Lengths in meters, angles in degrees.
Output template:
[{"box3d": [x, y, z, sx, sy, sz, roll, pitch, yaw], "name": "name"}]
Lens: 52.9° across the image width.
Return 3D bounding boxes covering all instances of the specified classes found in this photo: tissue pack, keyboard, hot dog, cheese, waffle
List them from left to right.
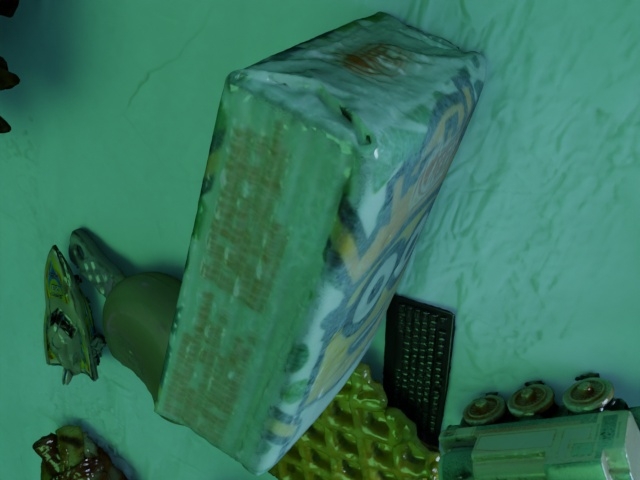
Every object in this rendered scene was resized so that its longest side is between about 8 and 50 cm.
[{"box3d": [-0.378, 0.395, 1.027, 0.213, 0.103, 0.146, 46, 129, 1], "name": "hot dog"}, {"box3d": [-0.217, 0.090, 0.777, 0.286, 0.082, 0.163, 40, 130, 22], "name": "cheese"}, {"box3d": [0.000, 0.000, 0.509, 0.128, 0.228, 0.311, 28, 126, 14], "name": "tissue pack"}, {"box3d": [0.001, 0.226, 0.743, 0.291, 0.051, 0.291, 16, 125, 25], "name": "waffle"}, {"box3d": [0.097, 0.146, 0.672, 0.074, 0.015, 0.197, 14, 122, 23], "name": "keyboard"}]

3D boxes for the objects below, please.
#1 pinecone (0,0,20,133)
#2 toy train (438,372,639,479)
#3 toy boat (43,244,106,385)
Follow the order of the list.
[{"box3d": [-0.459, -0.234, 0.559, 0.397, 0.398, 0.398, 14, 122, 23], "name": "pinecone"}, {"box3d": [0.192, 0.187, 0.573, 0.194, 0.125, 0.081, -20, 102, 35], "name": "toy train"}, {"box3d": [-0.337, 0.097, 0.858, 0.084, 0.066, 0.210, 14, 122, 20], "name": "toy boat"}]
